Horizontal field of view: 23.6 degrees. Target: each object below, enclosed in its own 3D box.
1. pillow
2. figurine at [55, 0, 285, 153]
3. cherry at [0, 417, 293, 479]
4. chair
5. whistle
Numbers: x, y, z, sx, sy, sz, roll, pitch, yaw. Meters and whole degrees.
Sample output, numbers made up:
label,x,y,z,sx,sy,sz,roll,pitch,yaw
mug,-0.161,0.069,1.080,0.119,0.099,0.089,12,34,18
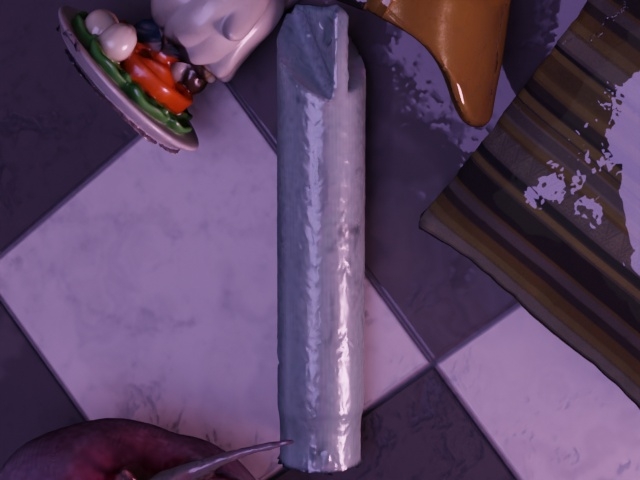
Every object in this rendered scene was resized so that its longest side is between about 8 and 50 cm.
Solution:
label,x,y,z,sx,sy,sz,roll,pitch,yaw
pillow,0.198,-0.025,0.943,0.208,0.052,0.212,41,109,11
figurine,-0.079,-0.150,0.991,0.153,0.132,0.132,-42,84,10
cherry,-0.130,0.223,1.038,0.213,0.183,0.266,22,117,12
chair,0.063,-0.212,0.900,0.172,0.159,0.247,24,106,12
whistle,0.000,0.000,1.016,0.062,0.062,0.312,4,102,19
